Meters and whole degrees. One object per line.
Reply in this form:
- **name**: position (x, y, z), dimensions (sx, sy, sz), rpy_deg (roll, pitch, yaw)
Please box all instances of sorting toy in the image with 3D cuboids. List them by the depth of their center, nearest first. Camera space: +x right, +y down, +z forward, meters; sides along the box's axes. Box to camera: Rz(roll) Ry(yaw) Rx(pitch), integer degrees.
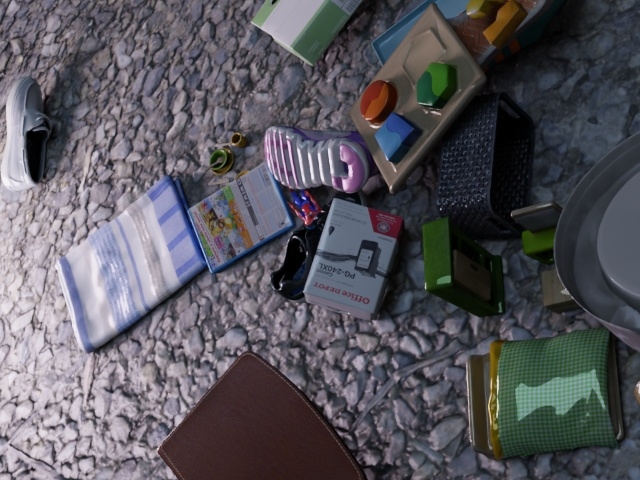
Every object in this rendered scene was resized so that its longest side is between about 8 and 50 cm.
- **sorting toy**: position (0.153, -0.241, 1.789), dimensions (0.307, 0.041, 0.229), rpy_deg (-52, 35, 24)

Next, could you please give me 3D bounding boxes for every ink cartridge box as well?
- **ink cartridge box**: position (0.049, 0.029, 1.853), dimensions (0.109, 0.063, 0.150), rpy_deg (16, 78, 7)
- **ink cartridge box**: position (-0.017, -0.394, 2.122), dimensions (0.171, 0.056, 0.235), rpy_deg (-53, 26, 4)

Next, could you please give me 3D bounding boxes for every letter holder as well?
- **letter holder**: position (-0.044, 0.322, 1.766), dimensions (0.214, 0.152, 0.302), rpy_deg (-50, 50, 4)

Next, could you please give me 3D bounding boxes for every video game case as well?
- **video game case**: position (-0.128, -0.036, 2.050), dimensions (0.166, 0.015, 0.119), rpy_deg (-30, 71, 22)

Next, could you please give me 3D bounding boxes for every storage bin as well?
- **storage bin**: position (0.230, -0.101, 1.768), dimensions (0.084, 0.122, 0.180), rpy_deg (-6, 67, 34)

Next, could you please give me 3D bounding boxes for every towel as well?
- **towel**: position (-0.326, 0.040, 2.167), dimensions (0.285, 0.034, 0.209), rpy_deg (-35, 54, 18)

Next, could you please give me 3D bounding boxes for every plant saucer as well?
- **plant saucer**: position (0.168, -0.339, 1.986), dimensions (0.192, 0.018, 0.067), rpy_deg (-35, 54, 17)

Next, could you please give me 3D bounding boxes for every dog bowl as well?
- **dog bowl**: position (0.459, -0.004, 1.516), dimensions (0.348, 0.102, 0.349), rpy_deg (-23, 40, 21)

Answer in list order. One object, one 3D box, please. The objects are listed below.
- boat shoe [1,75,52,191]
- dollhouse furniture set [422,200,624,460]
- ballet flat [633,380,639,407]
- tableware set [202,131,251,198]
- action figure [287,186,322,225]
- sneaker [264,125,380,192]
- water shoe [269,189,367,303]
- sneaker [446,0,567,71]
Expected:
- **boat shoe**: position (-0.542, -0.202, 2.407), dimensions (0.081, 0.079, 0.227), rpy_deg (-4, 74, 27)
- **dollhouse furniture set**: position (0.257, 0.116, 1.634), dimensions (0.197, 0.151, 0.301), rpy_deg (-15, 62, 30)
- **ballet flat**: position (0.449, 0.126, 1.549), dimensions (0.206, 0.073, 0.067), rpy_deg (-51, 36, 2)
- **tableware set**: position (-0.151, -0.104, 2.109), dimensions (0.104, 0.024, 0.154), rpy_deg (-6, 67, 34)
- **action figure**: position (-0.027, -0.059, 1.998), dimensions (0.038, 0.030, 0.115), rpy_deg (-39, 55, 10)
- **sneaker**: position (0.013, -0.132, 1.961), dimensions (0.236, 0.104, 0.095), rpy_deg (14, 119, 44)
- **water shoe**: position (0.000, 0.000, 1.917), dimensions (0.073, 0.080, 0.203), rpy_deg (26, 87, 40)
- **sneaker**: position (0.252, -0.301, 1.865), dimensions (0.302, 0.121, 0.108), rpy_deg (-33, 75, 42)
